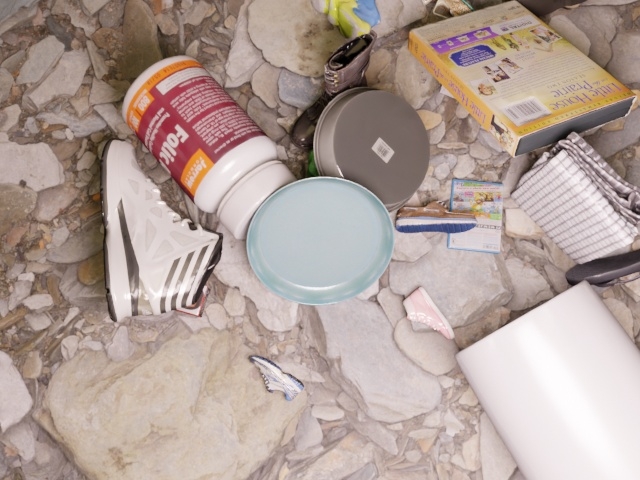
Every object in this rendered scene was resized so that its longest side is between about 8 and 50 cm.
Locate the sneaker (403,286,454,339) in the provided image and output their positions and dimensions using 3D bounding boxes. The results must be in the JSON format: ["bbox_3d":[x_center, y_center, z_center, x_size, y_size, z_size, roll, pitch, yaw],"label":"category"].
[{"bbox_3d":[0.234,0.174,1.378,0.070,0.051,0.134,-33,74,-4],"label":"sneaker"}]

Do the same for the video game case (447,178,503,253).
[{"bbox_3d":[0.360,-0.057,1.444,0.119,0.015,0.166,6,77,4],"label":"video game case"}]

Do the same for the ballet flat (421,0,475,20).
[{"bbox_3d":[0.293,-0.603,1.550,0.067,0.073,0.206,-45,75,7],"label":"ballet flat"}]

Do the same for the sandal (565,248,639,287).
[{"bbox_3d":[0.672,0.066,1.369,0.255,0.097,0.054,-14,103,0],"label":"sandal"}]

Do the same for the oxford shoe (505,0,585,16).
[{"bbox_3d":[0.562,-0.612,1.550,0.212,0.076,0.076,-10,46,3],"label":"oxford shoe"}]

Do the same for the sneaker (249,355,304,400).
[{"bbox_3d":[-0.105,0.303,1.361,0.135,0.052,0.058,33,84,10],"label":"sneaker"}]

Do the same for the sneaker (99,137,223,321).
[{"bbox_3d":[-0.359,-0.036,1.412,0.258,0.169,0.447,-4,63,-17],"label":"sneaker"}]

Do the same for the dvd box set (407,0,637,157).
[{"bbox_3d":[0.433,-0.378,1.387,0.308,0.062,0.420,-21,54,-16],"label":"dvd box set"}]

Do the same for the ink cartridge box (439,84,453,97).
[{"bbox_3d":[0.371,-0.384,1.499,0.135,0.056,0.099,23,78,8],"label":"ink cartridge box"}]

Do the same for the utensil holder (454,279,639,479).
[{"bbox_3d":[0.490,0.314,1.199,0.328,0.327,0.385,-28,75,-4],"label":"utensil holder"}]

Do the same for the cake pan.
[{"bbox_3d":[0.126,-0.201,1.382,0.293,0.054,0.293,1,88,-27],"label":"cake pan"}]

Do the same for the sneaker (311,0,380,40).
[{"bbox_3d":[0.061,-0.605,1.561,0.126,0.091,0.240,-28,76,-23],"label":"sneaker"}]

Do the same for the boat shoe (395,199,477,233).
[{"bbox_3d":[0.263,-0.057,1.415,0.183,0.066,0.066,1,67,11],"label":"boat shoe"}]

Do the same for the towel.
[{"bbox_3d":[0.544,-0.086,1.307,0.121,0.283,0.235,-39,80,-7],"label":"towel"}]

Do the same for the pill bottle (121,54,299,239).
[{"bbox_3d":[-0.242,-0.204,1.396,0.224,0.224,0.392,-41,78,-7],"label":"pill bottle"}]

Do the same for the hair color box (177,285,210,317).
[{"bbox_3d":[-0.330,0.122,1.416,0.141,0.043,0.071,14,76,5],"label":"hair color box"}]

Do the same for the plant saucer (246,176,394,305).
[{"bbox_3d":[0.000,0.000,1.347,0.318,0.043,0.317,-3,120,-5],"label":"plant saucer"}]

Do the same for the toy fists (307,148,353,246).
[{"bbox_3d":[0.024,-0.115,1.431,0.142,0.096,0.279,16,78,-10],"label":"toy fists"}]

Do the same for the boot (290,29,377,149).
[{"bbox_3d":[0.022,-0.342,1.415,0.091,0.229,0.263,43,82,11],"label":"boot"}]
